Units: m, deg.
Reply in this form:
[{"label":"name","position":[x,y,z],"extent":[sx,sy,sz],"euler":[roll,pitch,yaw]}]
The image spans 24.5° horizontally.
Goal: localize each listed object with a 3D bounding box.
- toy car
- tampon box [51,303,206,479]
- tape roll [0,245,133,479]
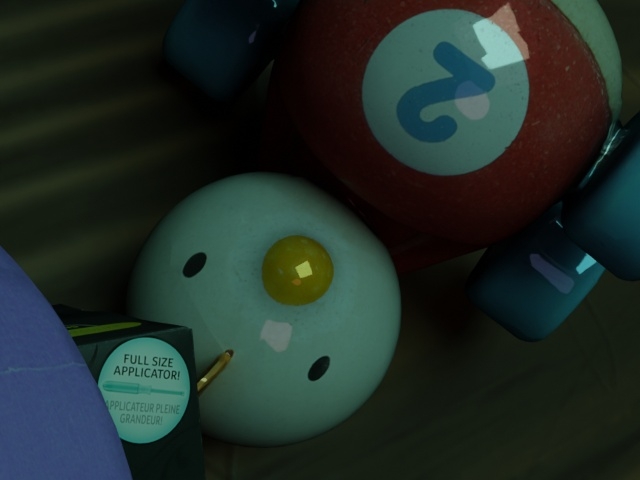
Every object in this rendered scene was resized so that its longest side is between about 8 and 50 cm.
[{"label":"toy car","position":[0.000,0.000,0.593],"extent":[0.219,0.210,0.238],"euler":[38,67,-2]},{"label":"tampon box","position":[-0.110,0.111,0.496],"extent":[0.120,0.101,0.161],"euler":[-10,97,-34]},{"label":"tape roll","position":[-0.187,0.101,0.381],"extent":[0.274,0.275,0.090],"euler":[68,12,7]}]
